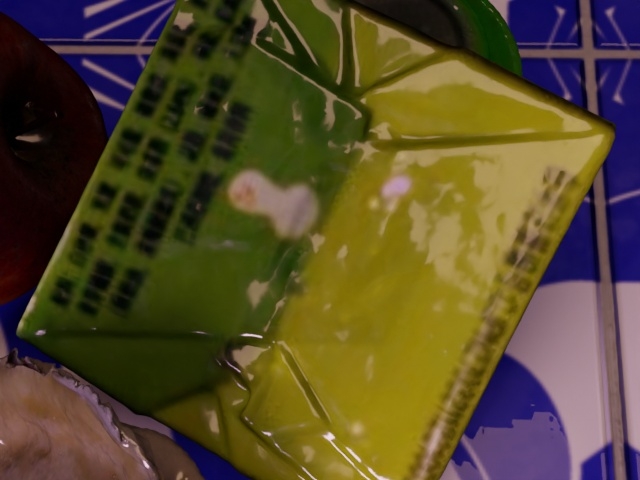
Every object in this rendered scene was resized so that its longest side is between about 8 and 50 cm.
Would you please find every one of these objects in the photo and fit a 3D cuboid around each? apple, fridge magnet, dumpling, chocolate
[{"bbox_3d":[-0.266,-0.054,0.838,0.234,0.234,0.234,0,66,1],"label":"apple"},{"bbox_3d":[0.049,-0.124,0.932,0.208,0.088,0.208,-2,70,6],"label":"fridge magnet"},{"bbox_3d":[-0.136,0.153,0.773,0.332,0.166,0.086,36,27,29],"label":"dumpling"},{"bbox_3d":[0.000,0.000,0.809,0.289,0.137,0.300,28,95,13],"label":"chocolate"}]
